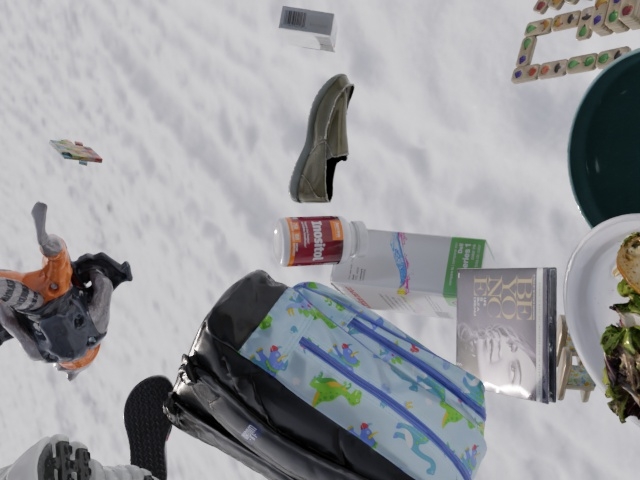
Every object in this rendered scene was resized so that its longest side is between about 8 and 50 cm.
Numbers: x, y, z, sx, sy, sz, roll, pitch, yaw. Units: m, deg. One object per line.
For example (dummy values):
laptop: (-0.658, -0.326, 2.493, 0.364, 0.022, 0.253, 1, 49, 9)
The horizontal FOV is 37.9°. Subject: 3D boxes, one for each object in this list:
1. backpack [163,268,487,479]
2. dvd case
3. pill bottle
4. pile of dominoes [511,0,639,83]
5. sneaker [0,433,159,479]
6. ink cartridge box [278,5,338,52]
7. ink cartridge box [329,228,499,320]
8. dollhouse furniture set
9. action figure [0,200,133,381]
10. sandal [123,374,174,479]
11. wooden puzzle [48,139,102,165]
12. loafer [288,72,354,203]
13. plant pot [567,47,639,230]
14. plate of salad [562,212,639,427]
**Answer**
backpack: (0.026, 0.210, 1.122, 0.355, 0.273, 0.290, 40, 142, 13)
dvd case: (0.236, 0.117, 1.215, 0.221, 0.018, 0.164, 175, 97, -68)
pill bottle: (0.000, 0.000, 1.593, 0.086, 0.152, 0.086, 177, 90, -73)
pile of dominoes: (0.418, -0.365, 1.511, 0.251, 0.040, 0.196, 0, 70, 53)
sneaker: (-0.221, 0.264, 0.858, 0.292, 0.118, 0.110, 56, -164, -53)
ink cartridge box: (-0.012, -0.254, 1.125, 0.115, 0.063, 0.029, -25, -55, -85)
ink cartridge box: (0.183, 0.067, 1.760, 0.278, 0.201, 0.117, 6, 73, 20)
dollhouse furniture set: (0.490, 0.129, 1.493, 0.242, 0.212, 0.161, -80, -8, -51)
action figure: (-0.463, 0.116, 1.424, 0.178, 0.341, 0.330, 62, 180, 43)
sandal: (-0.227, 0.255, 1.240, 0.040, 0.067, 0.179, -94, 11, -69)
wooden puzzle: (-0.294, -0.107, 1.119, 0.083, 0.049, 0.006, 37, 114, 44)
loafer: (0.021, -0.180, 1.708, 0.087, 0.094, 0.251, 20, 99, 20)
plant pot: (0.511, -0.116, 1.254, 0.293, 0.196, 0.293, 15, 109, 50)
plate of salad: (0.255, 0.076, 0.692, 0.200, 0.048, 0.199, 35, 138, 39)
